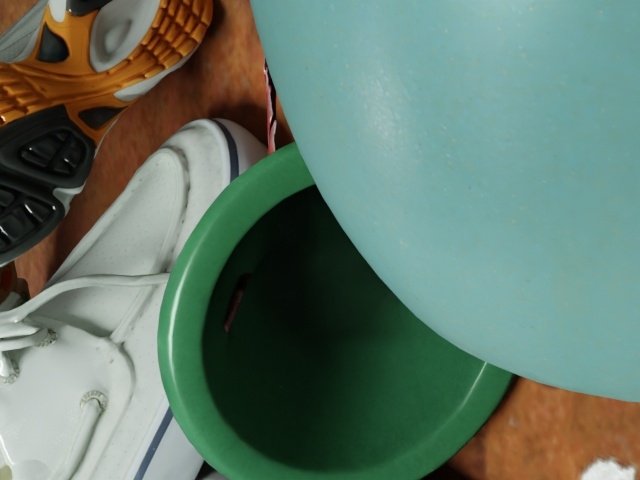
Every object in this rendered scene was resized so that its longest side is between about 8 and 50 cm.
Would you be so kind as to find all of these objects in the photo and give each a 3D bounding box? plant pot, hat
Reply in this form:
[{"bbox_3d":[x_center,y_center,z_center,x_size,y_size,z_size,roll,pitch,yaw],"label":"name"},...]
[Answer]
[{"bbox_3d":[0.108,-0.094,0.426,0.293,0.293,0.235,27,130,39],"label":"plant pot"},{"bbox_3d":[0.000,0.000,0.709,0.208,0.173,0.183,-63,20,10],"label":"hat"}]

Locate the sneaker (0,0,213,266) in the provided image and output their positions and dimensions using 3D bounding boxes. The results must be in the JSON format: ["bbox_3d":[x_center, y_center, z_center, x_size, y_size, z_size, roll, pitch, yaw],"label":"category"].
[{"bbox_3d":[-0.164,-0.057,0.747,0.099,0.262,0.121,49,147,-10],"label":"sneaker"}]

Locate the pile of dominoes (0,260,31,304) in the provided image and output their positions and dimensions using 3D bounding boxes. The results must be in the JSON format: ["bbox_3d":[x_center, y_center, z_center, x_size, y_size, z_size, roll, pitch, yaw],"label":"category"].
[{"bbox_3d":[-0.204,0.068,0.799,0.040,0.196,0.251,6,147,11],"label":"pile of dominoes"}]

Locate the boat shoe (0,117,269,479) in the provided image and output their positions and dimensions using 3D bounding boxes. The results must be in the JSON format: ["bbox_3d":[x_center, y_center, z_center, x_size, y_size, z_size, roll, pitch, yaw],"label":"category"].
[{"bbox_3d":[-0.153,0.083,0.702,0.136,0.156,0.367,13,75,58],"label":"boat shoe"}]

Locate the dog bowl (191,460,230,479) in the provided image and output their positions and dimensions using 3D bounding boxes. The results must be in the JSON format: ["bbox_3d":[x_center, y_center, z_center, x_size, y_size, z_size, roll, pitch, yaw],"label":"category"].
[{"bbox_3d":[-0.008,0.262,0.742,0.349,0.102,0.349,11,106,43],"label":"dog bowl"}]
